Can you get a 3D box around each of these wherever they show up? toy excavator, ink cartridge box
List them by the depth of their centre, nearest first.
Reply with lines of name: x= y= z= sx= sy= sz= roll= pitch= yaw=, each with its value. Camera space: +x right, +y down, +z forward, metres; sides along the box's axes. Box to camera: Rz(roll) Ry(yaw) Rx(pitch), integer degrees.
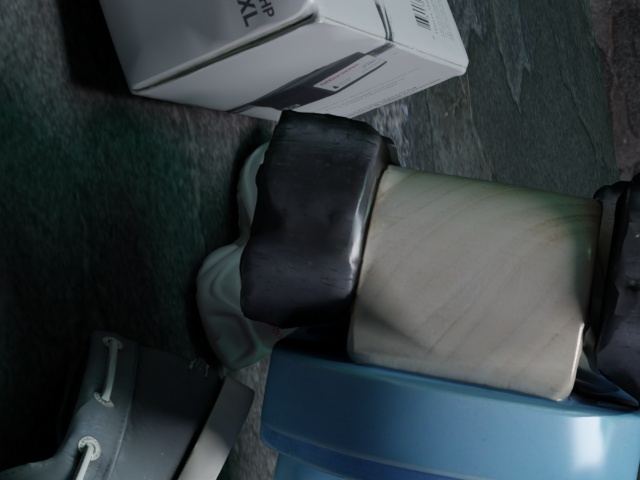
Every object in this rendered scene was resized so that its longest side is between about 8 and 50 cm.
toy excavator: x=0.057 y=0.169 z=0.966 sx=0.433 sy=0.222 sz=0.445 roll=-11 pitch=113 yaw=-84
ink cartridge box: x=-0.036 y=-0.201 z=1.093 sx=0.307 sy=0.129 sz=0.223 roll=1 pitch=69 yaw=-70

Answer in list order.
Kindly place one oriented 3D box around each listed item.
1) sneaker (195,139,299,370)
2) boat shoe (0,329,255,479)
sneaker: x=0.000 y=0.000 z=1.153 sx=0.232 sy=0.115 sz=0.090 roll=-74 pitch=148 yaw=-52
boat shoe: x=-0.130 y=0.150 z=0.792 sx=0.099 sy=0.116 sz=0.319 roll=33 pitch=37 yaw=-1
